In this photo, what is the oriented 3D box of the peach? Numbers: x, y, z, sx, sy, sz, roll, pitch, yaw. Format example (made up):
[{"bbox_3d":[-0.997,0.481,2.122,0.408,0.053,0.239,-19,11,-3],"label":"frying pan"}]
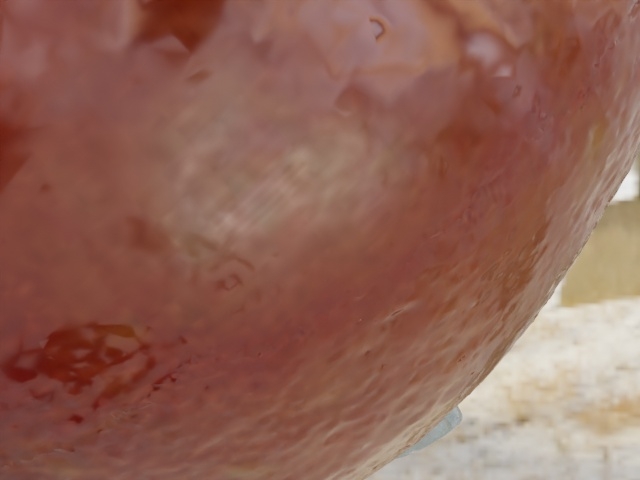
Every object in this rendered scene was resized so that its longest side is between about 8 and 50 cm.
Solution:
[{"bbox_3d":[-0.047,-0.072,0.483,0.373,0.372,0.290,0,6,-28],"label":"peach"}]

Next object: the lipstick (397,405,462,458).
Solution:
[{"bbox_3d":[0.000,0.000,0.864,0.059,0.264,0.059,-27,5,2],"label":"lipstick"}]
